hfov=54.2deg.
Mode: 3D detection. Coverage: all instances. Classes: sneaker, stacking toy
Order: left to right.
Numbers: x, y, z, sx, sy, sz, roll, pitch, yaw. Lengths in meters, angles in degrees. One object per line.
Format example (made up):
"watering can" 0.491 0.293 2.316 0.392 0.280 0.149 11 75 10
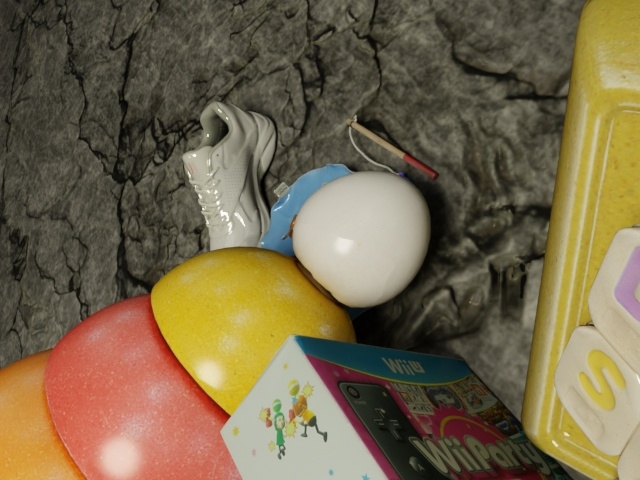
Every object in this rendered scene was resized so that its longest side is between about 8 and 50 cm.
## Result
"sneaker" -0.125 -0.063 0.764 0.090 0.115 0.232 -14 68 38
"stacking toy" -0.079 0.130 0.570 0.480 0.351 0.350 -43 50 6

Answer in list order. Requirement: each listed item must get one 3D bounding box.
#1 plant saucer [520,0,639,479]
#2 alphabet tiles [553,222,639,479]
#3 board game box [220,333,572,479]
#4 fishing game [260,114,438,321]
"plant saucer" 0.246 0.049 0.311 0.333 0.081 0.332 22 119 44
"alphabet tiles" 0.193 0.127 0.236 0.277 0.021 0.284 91 158 -44
"board game box" 0.102 0.205 0.394 0.097 0.224 0.303 -55 48 16
"fishing game" 0.000 0.000 0.677 0.189 0.041 0.264 42 105 36
